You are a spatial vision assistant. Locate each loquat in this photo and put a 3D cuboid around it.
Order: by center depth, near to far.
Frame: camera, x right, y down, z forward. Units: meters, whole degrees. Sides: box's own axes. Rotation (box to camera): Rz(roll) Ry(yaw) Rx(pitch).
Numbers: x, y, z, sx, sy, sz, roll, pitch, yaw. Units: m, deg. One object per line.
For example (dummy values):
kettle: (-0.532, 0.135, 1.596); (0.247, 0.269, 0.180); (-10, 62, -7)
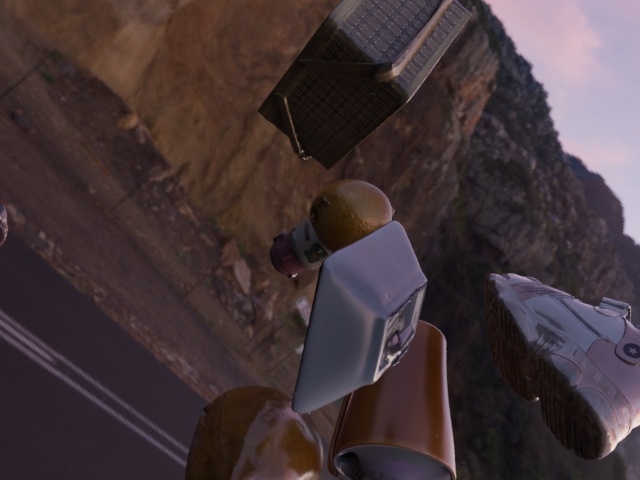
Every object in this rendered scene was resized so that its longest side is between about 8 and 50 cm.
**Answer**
loquat: (0.051, -0.039, 1.145); (0.141, 0.141, 0.141); (49, -4, 5)

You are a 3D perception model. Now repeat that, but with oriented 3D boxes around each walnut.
walnut: (-0.099, 0.322, 0.982); (0.209, 0.209, 0.336); (49, 1, 4)

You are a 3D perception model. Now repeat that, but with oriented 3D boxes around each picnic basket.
picnic basket: (0.030, -0.140, 0.536); (0.079, 0.115, 0.164); (39, -28, -9)

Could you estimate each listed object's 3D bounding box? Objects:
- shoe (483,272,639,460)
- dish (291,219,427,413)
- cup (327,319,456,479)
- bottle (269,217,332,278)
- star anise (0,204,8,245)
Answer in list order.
shoe: (0.393, 0.167, 1.037); (0.351, 0.198, 0.172); (-118, -165, -52)
dish: (0.065, 0.089, 0.784); (0.080, 0.182, 0.243); (18, 19, 21)
cup: (0.109, 0.270, 1.067); (0.182, 0.226, 0.264); (39, 44, -27)
bottle: (0.000, 0.000, 1.503); (0.120, 0.253, 0.120); (47, 30, -38)
star anise: (-0.697, 0.012, 1.275); (0.093, 0.236, 0.229); (64, -4, -37)
